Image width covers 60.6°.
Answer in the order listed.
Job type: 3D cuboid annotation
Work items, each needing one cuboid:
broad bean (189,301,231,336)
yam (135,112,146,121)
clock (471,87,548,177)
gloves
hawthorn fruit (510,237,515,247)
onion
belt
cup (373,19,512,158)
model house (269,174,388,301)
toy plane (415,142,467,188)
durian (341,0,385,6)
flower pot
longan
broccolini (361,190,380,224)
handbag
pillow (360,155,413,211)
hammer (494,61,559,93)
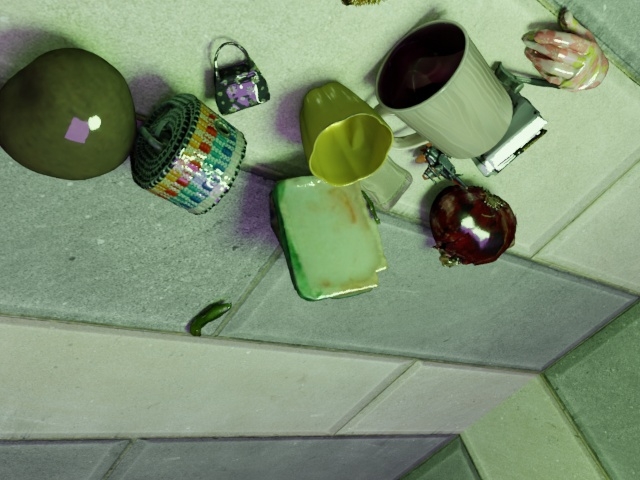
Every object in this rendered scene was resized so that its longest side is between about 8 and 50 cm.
[{"bbox_3d":[-0.349,0.242,1.686,0.061,0.046,0.195,7,138,-47],"label":"broad bean"},{"bbox_3d":[-0.407,-0.267,1.119,0.107,0.014,0.014,19,125,-39],"label":"yam"},{"bbox_3d":[0.445,-0.273,1.361,0.083,0.253,0.186,42,112,-15],"label":"clock"},{"bbox_3d":[0.597,-0.445,1.317,0.241,0.126,0.145,4,139,-39],"label":"gloves"},{"bbox_3d":[0.615,-0.016,1.855,0.103,0.067,0.066,41,112,-19],"label":"hawthorn fruit"},{"bbox_3d":[0.434,-0.051,1.594,0.280,0.221,0.281,-6,138,-5],"label":"onion"},{"bbox_3d":[-0.278,-0.184,1.088,0.160,0.295,0.207,31,100,-36],"label":"belt"},{"bbox_3d":[0.263,-0.304,1.237,0.273,0.208,0.288,26,111,-44],"label":"cup"},{"bbox_3d":[0.000,0.000,1.396,0.245,0.312,0.280,-14,177,-16],"label":"model house"},{"bbox_3d":[0.335,-0.193,1.464,0.189,0.130,0.061,32,162,-17],"label":"toy plane"},{"bbox_3d":[0.083,-0.508,0.995,0.158,0.137,0.168,28,112,-20],"label":"durian"},{"bbox_3d":[0.041,-0.250,1.219,0.195,0.179,0.195,-14,141,-12],"label":"flower pot"},{"bbox_3d":[-0.459,-0.221,0.990,0.245,0.215,0.246,-12,117,-25],"label":"longan"},{"bbox_3d":[0.127,-0.107,1.521,0.194,0.054,0.052,38,82,-41],"label":"broccolini"},{"bbox_3d":[-0.173,-0.334,1.111,0.115,0.072,0.139,-18,136,-1],"label":"handbag"},{"bbox_3d":[0.163,-0.168,1.474,0.131,0.038,0.232,-48,136,7],"label":"pillow"},{"bbox_3d":[0.527,-0.401,1.371,0.246,0.103,0.029,-8,140,-37],"label":"hammer"}]
